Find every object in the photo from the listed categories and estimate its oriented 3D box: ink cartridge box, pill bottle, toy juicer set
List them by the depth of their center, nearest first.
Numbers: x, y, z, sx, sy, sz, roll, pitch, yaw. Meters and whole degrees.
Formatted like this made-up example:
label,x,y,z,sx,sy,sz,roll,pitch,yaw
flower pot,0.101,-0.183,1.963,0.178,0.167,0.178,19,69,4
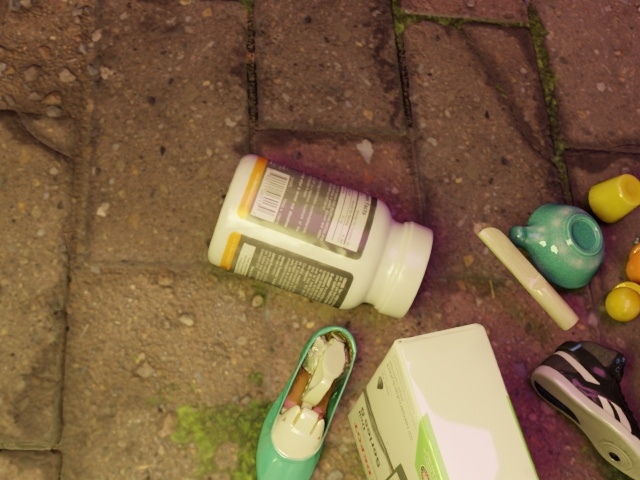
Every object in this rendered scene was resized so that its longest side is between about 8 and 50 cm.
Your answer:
label,x,y,z,sx,sy,sz,roll,pitch,yaw
ink cartridge box,0.136,0.247,1.235,0.115,0.273,0.198,-10,65,-16
pill bottle,0.000,0.000,1.399,0.279,0.162,0.162,20,59,-4
toy juicer set,0.379,0.038,1.523,0.329,0.089,0.209,-21,82,-32

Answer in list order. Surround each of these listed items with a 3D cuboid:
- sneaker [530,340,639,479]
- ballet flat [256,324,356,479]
label,x,y,z,sx,sy,sz,roll,pitch,yaw
sneaker,0.409,0.222,1.427,0.217,0.079,0.121,44,63,13
ballet flat,-0.017,0.210,1.323,0.083,0.087,0.247,23,60,-1
